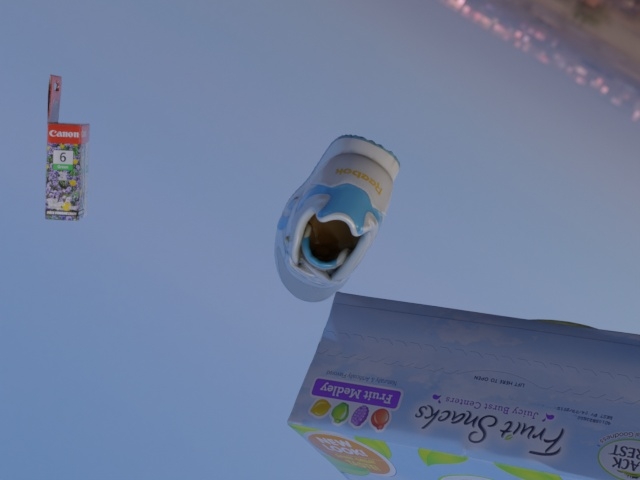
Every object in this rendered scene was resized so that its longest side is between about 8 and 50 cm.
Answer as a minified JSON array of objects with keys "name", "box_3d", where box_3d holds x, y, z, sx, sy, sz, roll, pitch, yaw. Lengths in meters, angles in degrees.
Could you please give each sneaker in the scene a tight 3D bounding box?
[{"name":"sneaker","box_3d":[0.000,0.000,1.275,0.087,0.092,0.229,23,147,0]}]

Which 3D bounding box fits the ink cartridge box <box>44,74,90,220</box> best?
[{"name":"ink cartridge box","box_3d":[-0.203,-0.075,1.143,0.029,0.115,0.063,3,-175,-3]}]

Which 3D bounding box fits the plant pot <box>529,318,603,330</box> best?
[{"name":"plant pot","box_3d":[0.187,0.253,1.186,0.275,0.275,0.293,36,163,27]}]

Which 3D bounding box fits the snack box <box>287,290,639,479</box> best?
[{"name":"snack box","box_3d":[0.108,0.106,0.622,0.174,0.070,0.207,7,152,31]}]
